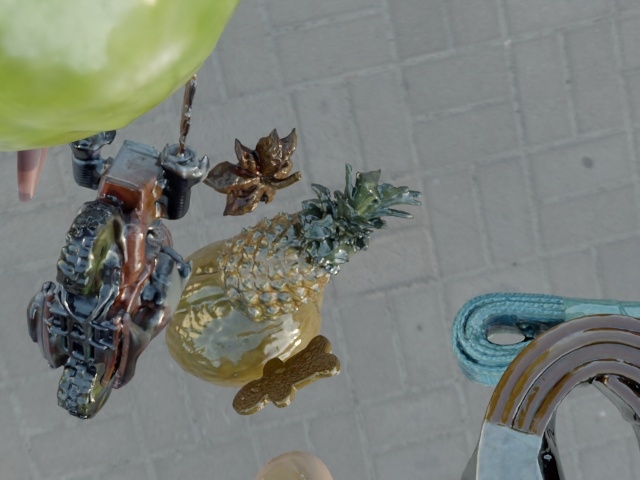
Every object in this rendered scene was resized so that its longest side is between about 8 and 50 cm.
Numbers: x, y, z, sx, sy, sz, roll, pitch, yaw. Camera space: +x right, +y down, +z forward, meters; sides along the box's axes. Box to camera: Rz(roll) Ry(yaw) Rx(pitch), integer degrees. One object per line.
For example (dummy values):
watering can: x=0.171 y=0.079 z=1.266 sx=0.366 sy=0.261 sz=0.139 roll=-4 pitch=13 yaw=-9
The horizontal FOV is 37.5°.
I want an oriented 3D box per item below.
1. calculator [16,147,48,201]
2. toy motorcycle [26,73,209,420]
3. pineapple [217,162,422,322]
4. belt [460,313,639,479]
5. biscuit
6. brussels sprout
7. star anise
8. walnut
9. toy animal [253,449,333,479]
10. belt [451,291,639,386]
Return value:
calculator: x=-0.498 y=-0.216 z=1.668 sx=0.048 sy=0.220 sz=0.330 roll=10 pitch=138 yaw=-12
toy motorcycle: x=-0.186 y=-0.006 z=0.888 sx=0.134 sy=0.207 sz=0.401 roll=19 pitch=137 yaw=5
pineapple: x=0.000 y=0.000 z=1.462 sx=0.340 sy=0.169 sz=0.169 roll=-29 pitch=105 yaw=29
belt: x=0.178 y=0.175 z=0.557 sx=0.184 sy=0.105 sz=0.262 roll=-6 pitch=83 yaw=8
biscuit: x=-0.062 y=0.246 z=1.658 sx=0.205 sy=0.138 sz=0.031 roll=-30 pitch=117 yaw=-1
brussels sprout: x=-0.197 y=-0.168 z=0.501 sx=0.316 sy=0.273 sz=0.243 roll=5 pitch=95 yaw=29
star anise: x=-0.113 y=-0.121 z=1.708 sx=0.196 sy=0.212 sz=0.111 roll=-26 pitch=83 yaw=-1
walnut: x=-0.159 y=0.142 z=1.874 sx=0.332 sy=0.333 sz=0.333 roll=-1 pitch=102 yaw=-7
toy animal: x=-0.007 y=0.452 z=1.510 sx=0.166 sy=0.154 sz=0.250 roll=-40 pitch=74 yaw=-4
belt: x=0.273 y=0.096 z=0.870 sx=0.302 sy=0.087 sz=0.072 roll=-1 pitch=146 yaw=15
